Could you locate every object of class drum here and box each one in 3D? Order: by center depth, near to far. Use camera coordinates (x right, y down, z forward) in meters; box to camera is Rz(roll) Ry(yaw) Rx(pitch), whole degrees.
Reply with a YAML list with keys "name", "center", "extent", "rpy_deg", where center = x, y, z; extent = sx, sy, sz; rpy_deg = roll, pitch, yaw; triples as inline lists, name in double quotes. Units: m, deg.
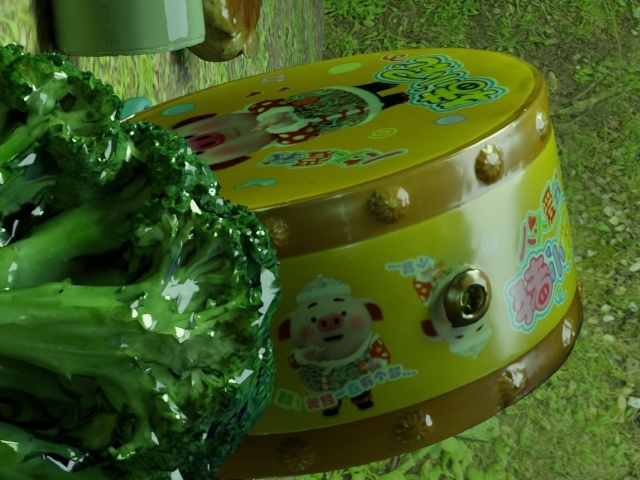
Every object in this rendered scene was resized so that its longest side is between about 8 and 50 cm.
- name: "drum"
  center: [0.000, 0.000, 1.116]
  extent: [0.431, 0.431, 0.214]
  rpy_deg: [-78, 157, -69]

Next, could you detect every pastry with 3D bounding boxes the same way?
- name: "pastry"
  center: [-0.131, -0.331, 1.650]
  extent: [0.229, 0.100, 0.218]
  rpy_deg: [-78, 161, -51]

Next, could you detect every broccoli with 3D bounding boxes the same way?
- name: "broccoli"
  center: [-0.154, 0.043, 0.770]
  extent: [0.245, 0.265, 0.295]
  rpy_deg: [10, 66, -49]

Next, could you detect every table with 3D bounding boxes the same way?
- name: "table"
  center: [-0.167, -0.267, 1.112]
  extent: [0.126, 0.126, 0.220]
  rpy_deg: [-73, 159, -74]

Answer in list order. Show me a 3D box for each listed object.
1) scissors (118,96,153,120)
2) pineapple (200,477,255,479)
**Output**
- name: "scissors"
  center: [-0.165, -0.066, 1.531]
  extent: [0.447, 0.029, 0.193]
  rpy_deg: [-49, 136, -82]
- name: "pineapple"
  center: [-0.122, 0.232, 1.261]
  extent: [0.175, 0.175, 0.361]
  rpy_deg: [72, 7, -69]
